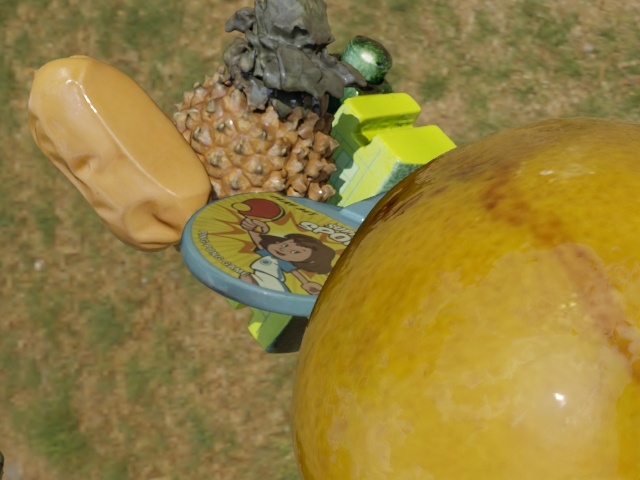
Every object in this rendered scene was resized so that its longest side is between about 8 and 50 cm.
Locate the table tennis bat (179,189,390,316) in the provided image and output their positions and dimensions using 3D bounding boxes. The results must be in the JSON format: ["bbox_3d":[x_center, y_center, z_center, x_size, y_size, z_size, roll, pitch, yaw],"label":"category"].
[{"bbox_3d":[0.000,0.000,1.276,0.215,0.329,0.044,25,116,26],"label":"table tennis bat"}]

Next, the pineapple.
[{"bbox_3d":[-0.058,-0.145,1.462,0.223,0.223,0.357,47,130,31],"label":"pineapple"}]

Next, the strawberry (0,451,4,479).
[{"bbox_3d":[-0.367,0.347,1.305,0.106,0.188,0.286,108,160,-47],"label":"strawberry"}]

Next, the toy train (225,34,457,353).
[{"bbox_3d":[0.000,-0.048,1.711,0.272,0.179,0.442,51,127,23],"label":"toy train"}]

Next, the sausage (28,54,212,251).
[{"bbox_3d":[-0.216,-0.093,1.363,0.136,0.120,0.241,-30,101,44],"label":"sausage"}]

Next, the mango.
[{"bbox_3d":[0.113,0.051,0.646,0.264,0.378,0.221,-27,109,6],"label":"mango"}]
